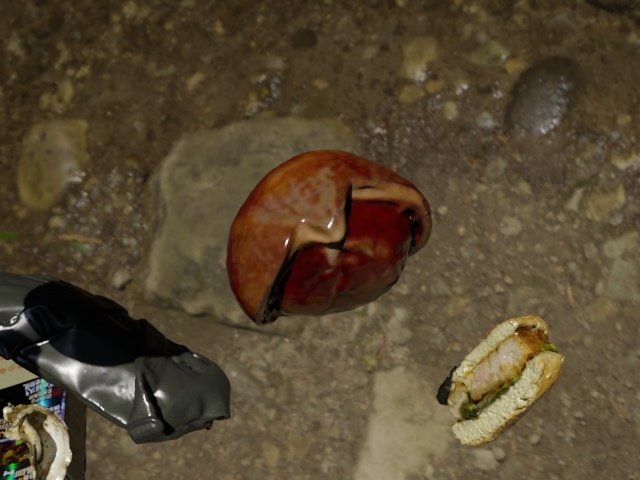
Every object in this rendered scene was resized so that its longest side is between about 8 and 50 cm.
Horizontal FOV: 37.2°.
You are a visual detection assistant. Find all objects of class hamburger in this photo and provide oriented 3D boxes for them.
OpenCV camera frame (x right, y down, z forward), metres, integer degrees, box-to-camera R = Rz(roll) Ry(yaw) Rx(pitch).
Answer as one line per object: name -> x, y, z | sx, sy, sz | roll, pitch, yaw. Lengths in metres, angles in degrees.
hamburger -> 0.282, 0.215, 1.432 | 0.124, 0.131, 0.262 | 64, 145, 23

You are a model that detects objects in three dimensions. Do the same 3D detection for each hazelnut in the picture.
hazelnut -> 0.001, 0.004, 0.920 | 0.161, 0.170, 0.201 | 27, 67, 36

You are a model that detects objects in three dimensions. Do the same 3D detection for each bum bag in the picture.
bum bag -> -0.243, 0.115, 1.018 | 0.326, 0.142, 0.079 | 28, 120, 4

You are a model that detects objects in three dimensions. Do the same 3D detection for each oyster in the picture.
oyster -> -0.282, 0.199, 0.924 | 0.038, 0.081, 0.083 | 6, 85, 40

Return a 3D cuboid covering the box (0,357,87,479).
box -> -0.474, 0.281, 1.501 | 0.198, 0.084, 0.310 | -17, 42, 4
